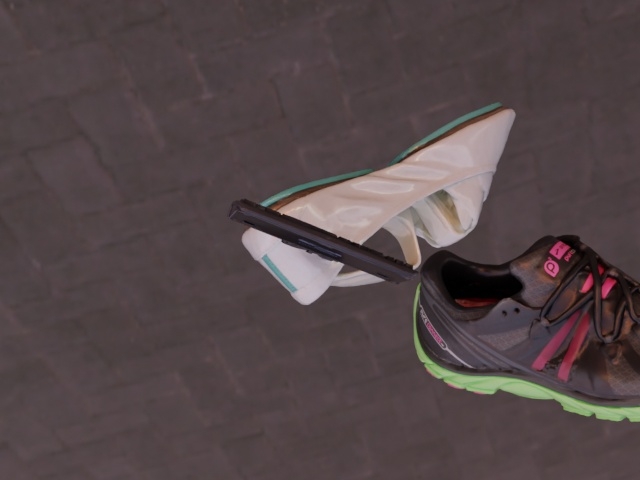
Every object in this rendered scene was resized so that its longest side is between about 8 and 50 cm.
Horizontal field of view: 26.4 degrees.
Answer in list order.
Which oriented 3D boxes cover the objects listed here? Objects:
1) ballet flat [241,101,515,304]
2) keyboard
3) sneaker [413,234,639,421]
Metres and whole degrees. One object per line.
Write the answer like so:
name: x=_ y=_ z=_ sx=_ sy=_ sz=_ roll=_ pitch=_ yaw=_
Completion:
ballet flat: x=0.089 y=-0.033 z=1.485 sx=0.400 sy=0.139 sz=0.139 roll=-25 pitch=159 yaw=-38
keyboard: x=0.000 y=0.000 z=1.290 sx=0.180 sy=0.023 sz=0.108 roll=22 pitch=172 yaw=-7
sneaker: x=0.328 y=0.099 z=1.727 sx=0.483 sy=0.185 sz=0.202 roll=1 pitch=120 yaw=28
